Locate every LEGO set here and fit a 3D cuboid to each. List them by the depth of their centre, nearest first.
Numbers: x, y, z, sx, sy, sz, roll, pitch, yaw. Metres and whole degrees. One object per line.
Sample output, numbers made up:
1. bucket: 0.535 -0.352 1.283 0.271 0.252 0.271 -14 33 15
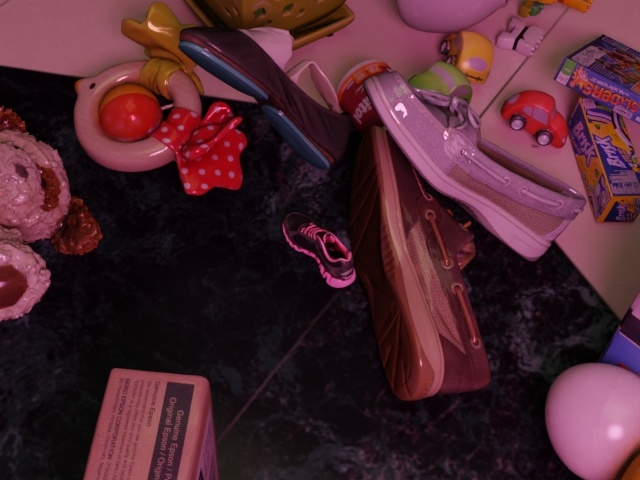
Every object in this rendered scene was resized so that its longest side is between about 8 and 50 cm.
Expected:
1. LEGO set: 0.360 -0.362 1.332 0.093 0.087 0.227 30 60 16

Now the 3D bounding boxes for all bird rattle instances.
1. bird rattle: -0.209 -0.158 1.153 0.207 0.143 0.254 -17 71 -2

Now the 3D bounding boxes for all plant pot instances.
1. plant pot: -0.075 -0.385 1.240 0.227 0.207 0.228 -28 61 -22

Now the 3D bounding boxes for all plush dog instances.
1. plush dog: -0.382 -0.036 1.019 0.262 0.210 0.225 54 48 -3

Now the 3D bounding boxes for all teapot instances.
1. teapot: 0.213 -0.402 1.243 0.187 0.252 0.256 6 51 12

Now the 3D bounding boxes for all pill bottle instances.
1. pill bottle: 0.091 -0.158 1.168 0.086 0.086 0.152 -24 60 -20

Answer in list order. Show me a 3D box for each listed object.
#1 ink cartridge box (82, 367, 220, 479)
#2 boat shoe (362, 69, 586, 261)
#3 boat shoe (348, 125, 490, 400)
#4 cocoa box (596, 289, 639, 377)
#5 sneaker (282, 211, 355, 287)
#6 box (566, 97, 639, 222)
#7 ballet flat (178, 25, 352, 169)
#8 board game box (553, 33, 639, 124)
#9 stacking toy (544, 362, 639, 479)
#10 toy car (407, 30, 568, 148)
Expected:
1. ink cartridge box: -0.145 0.249 0.776 0.088 0.235 0.193 5 56 0
2. boat shoe: 0.175 -0.096 1.019 0.320 0.103 0.118 37 17 -26
3. boat shoe: 0.118 0.018 1.038 0.123 0.123 0.342 0 56 -18
4. cocoa box: 0.493 0.062 0.960 0.231 0.228 0.347 37 61 20
5. sneaker: 0.000 0.000 1.070 0.047 0.057 0.119 -35 63 -23
6. box: 0.372 -0.107 1.171 0.054 0.059 0.169 0 55 -7
7. ballet flat: -0.056 -0.194 1.087 0.095 0.280 0.096 23 78 45
8. board game box: 0.411 -0.221 1.219 0.136 0.035 0.201 33 34 17
9. stacking toy: 0.384 0.276 0.791 0.350 0.351 0.480 -22 46 -19
10. toy car: 0.202 -0.206 1.183 0.225 0.053 0.239 -13 53 -42
